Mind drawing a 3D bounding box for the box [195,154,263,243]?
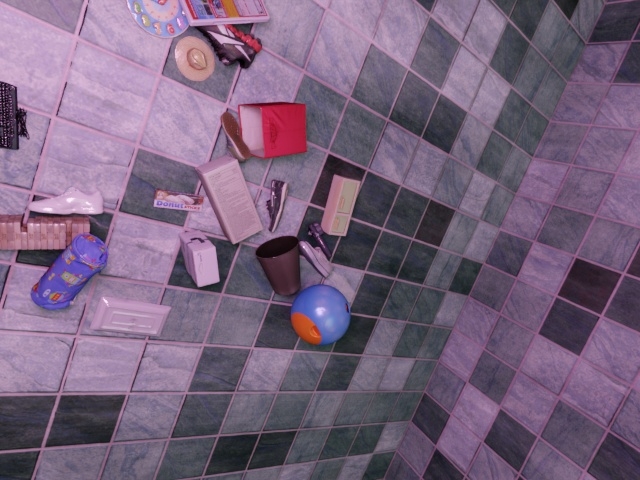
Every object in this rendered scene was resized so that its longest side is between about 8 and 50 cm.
[{"bbox_3d":[-0.354,-0.161,1.586,0.148,0.121,0.311,-28,122,-20],"label":"box"}]

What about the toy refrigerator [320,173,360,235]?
[{"bbox_3d":[0.094,-0.162,1.893,0.102,0.094,0.270,6,106,-35],"label":"toy refrigerator"}]

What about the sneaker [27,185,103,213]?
[{"bbox_3d":[-0.834,-0.134,1.328,0.212,0.080,0.094,-4,100,-39],"label":"sneaker"}]

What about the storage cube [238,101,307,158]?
[{"bbox_3d":[-0.179,-0.425,1.538,0.193,0.215,0.184,-17,117,-33],"label":"storage cube"}]

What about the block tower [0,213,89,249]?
[{"bbox_3d":[-0.930,-0.027,1.288,0.335,0.097,0.091,0,109,-32],"label":"block tower"}]

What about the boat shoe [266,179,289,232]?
[{"bbox_3d":[-0.196,-0.147,1.738,0.079,0.084,0.233,15,112,2],"label":"boat shoe"}]

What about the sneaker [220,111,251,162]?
[{"bbox_3d":[-0.339,-0.382,1.538,0.064,0.086,0.192,-29,94,-40],"label":"sneaker"}]

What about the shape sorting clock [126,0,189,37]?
[{"bbox_3d":[-0.509,-0.761,1.289,0.206,0.040,0.206,-13,116,-28],"label":"shape sorting clock"}]

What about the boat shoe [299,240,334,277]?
[{"bbox_3d":[-0.013,0.076,1.924,0.088,0.096,0.267,-48,128,-12],"label":"boat shoe"}]

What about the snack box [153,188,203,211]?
[{"bbox_3d":[-0.537,-0.151,1.535,0.178,0.022,0.064,5,108,-34],"label":"snack box"}]

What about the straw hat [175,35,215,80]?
[{"bbox_3d":[-0.424,-0.623,1.388,0.144,0.061,0.145,-13,115,-29],"label":"straw hat"}]

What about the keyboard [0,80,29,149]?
[{"bbox_3d":[-0.921,-0.365,1.189,0.100,0.038,0.192,-1,111,-33],"label":"keyboard"}]

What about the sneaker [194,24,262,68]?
[{"bbox_3d":[-0.336,-0.686,1.389,0.276,0.097,0.135,16,100,-41],"label":"sneaker"}]

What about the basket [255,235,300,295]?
[{"bbox_3d":[-0.172,0.120,1.808,0.204,0.154,0.227,-23,124,-22],"label":"basket"}]

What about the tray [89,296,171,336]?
[{"bbox_3d":[-0.740,0.310,1.591,0.270,0.030,0.145,18,100,-37],"label":"tray"}]

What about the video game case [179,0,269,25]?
[{"bbox_3d":[-0.327,-0.804,1.316,0.285,0.025,0.204,-23,89,-32],"label":"video game case"}]

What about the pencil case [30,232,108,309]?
[{"bbox_3d":[-0.821,0.113,1.331,0.306,0.119,0.133,-40,115,21],"label":"pencil case"}]

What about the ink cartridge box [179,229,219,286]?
[{"bbox_3d":[-0.467,0.066,1.553,0.086,0.208,0.153,-14,116,-28],"label":"ink cartridge box"}]

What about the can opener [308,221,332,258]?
[{"bbox_3d":[0.000,0.000,1.869,0.073,0.059,0.186,-28,80,-7],"label":"can opener"}]

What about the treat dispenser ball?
[{"bbox_3d":[0.001,0.352,1.924,0.288,0.288,0.288,-13,116,-28],"label":"treat dispenser ball"}]
